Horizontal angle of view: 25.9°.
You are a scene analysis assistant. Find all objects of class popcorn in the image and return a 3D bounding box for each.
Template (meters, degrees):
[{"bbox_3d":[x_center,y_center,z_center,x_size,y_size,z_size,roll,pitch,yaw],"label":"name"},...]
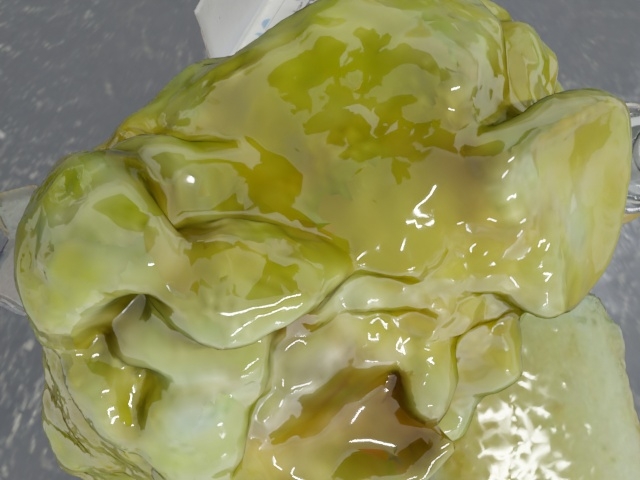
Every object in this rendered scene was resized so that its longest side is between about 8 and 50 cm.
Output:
[{"bbox_3d":[-0.009,-0.005,0.762,0.334,0.293,0.292,-43,137,-23],"label":"popcorn"}]

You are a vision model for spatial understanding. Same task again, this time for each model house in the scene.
[{"bbox_3d":[-0.226,0.017,1.138,0.088,0.100,0.100,42,68,-51],"label":"model house"}]

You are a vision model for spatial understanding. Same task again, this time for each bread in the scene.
[{"bbox_3d":[0.162,0.245,1.180,0.239,0.264,0.395,-14,151,-9],"label":"bread"}]

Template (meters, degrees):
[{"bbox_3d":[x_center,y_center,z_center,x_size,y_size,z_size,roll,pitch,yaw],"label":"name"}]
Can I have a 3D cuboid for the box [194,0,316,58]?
[{"bbox_3d":[0.022,-0.281,1.442,0.203,0.116,0.274,5,140,-33],"label":"box"}]

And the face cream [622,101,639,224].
[{"bbox_3d":[0.188,-0.057,1.162,0.105,0.349,0.105,1,88,-19],"label":"face cream"}]
